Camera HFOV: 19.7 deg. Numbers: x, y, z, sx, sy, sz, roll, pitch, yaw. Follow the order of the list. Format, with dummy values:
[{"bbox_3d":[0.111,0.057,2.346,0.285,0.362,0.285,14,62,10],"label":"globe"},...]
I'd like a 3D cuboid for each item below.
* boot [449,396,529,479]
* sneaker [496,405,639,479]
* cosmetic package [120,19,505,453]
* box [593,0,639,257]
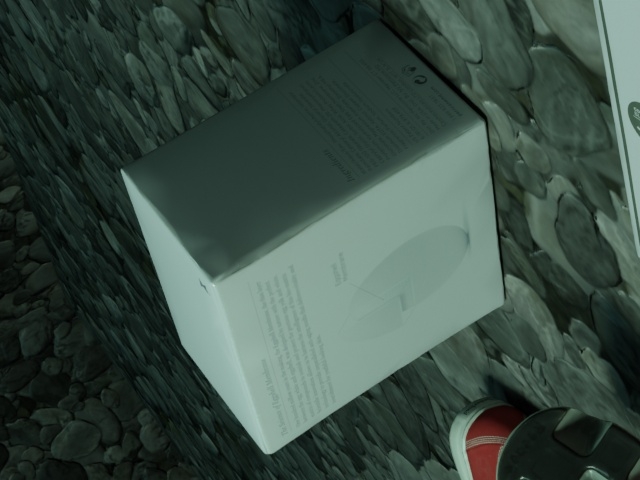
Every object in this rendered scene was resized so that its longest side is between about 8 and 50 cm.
[{"bbox_3d":[0.202,0.259,1.513,0.176,0.088,0.244,27,143,60],"label":"boot"},{"bbox_3d":[0.272,0.228,1.191,0.330,0.122,0.146,42,-175,26],"label":"sneaker"},{"bbox_3d":[0.000,0.000,1.345,0.138,0.225,0.224,47,162,34],"label":"cosmetic package"},{"bbox_3d":[0.204,-0.075,0.802,0.169,0.087,0.290,43,160,42],"label":"box"}]
